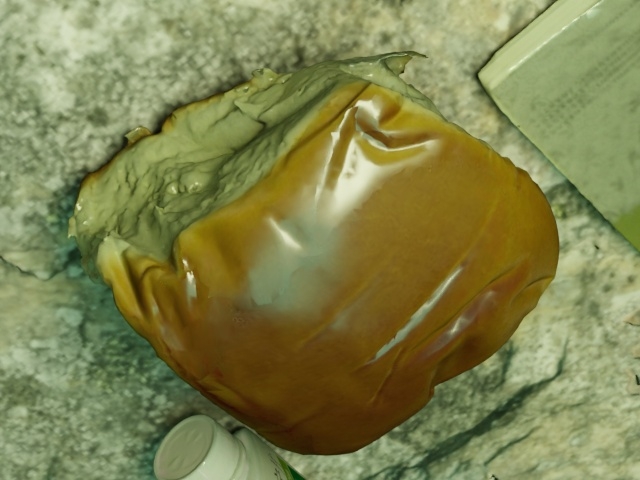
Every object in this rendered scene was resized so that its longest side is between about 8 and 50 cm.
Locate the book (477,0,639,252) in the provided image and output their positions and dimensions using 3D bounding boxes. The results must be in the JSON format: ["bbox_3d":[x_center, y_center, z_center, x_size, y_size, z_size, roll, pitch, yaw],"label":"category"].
[{"bbox_3d":[0.306,-0.092,1.270,0.239,0.035,0.352,-39,126,13],"label":"book"}]

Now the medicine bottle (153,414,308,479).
[{"bbox_3d":[-0.054,0.216,1.367,0.069,0.119,0.183,-34,125,17],"label":"medicine bottle"}]

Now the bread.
[{"bbox_3d":[0.000,0.000,1.146,0.279,0.225,0.250,-40,127,12],"label":"bread"}]
